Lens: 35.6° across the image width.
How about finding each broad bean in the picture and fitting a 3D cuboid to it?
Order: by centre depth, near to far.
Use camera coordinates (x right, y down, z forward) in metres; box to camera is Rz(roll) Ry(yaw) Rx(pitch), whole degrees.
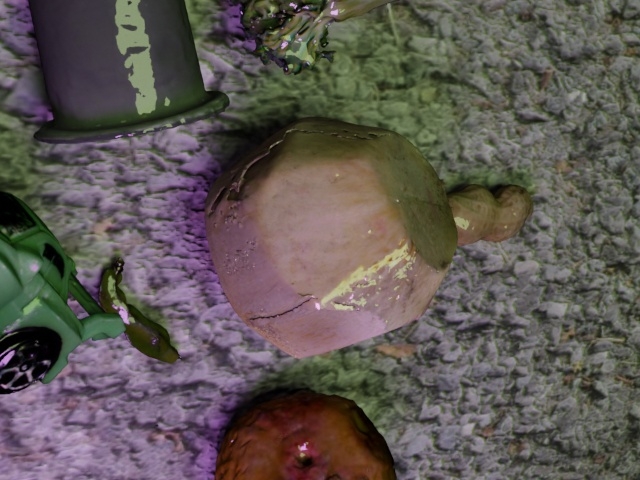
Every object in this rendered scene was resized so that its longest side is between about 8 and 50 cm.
[{"bbox_3d":[-0.265,0.117,1.434,0.061,0.046,0.195,-34,120,-16],"label":"broad bean"}]

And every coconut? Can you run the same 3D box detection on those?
[{"bbox_3d":[0.000,0.000,1.422,0.353,0.353,0.352,-11,112,-30],"label":"coconut"}]

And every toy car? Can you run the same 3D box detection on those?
[{"bbox_3d":[-0.387,0.034,1.183,0.176,0.213,0.358,-38,148,-15],"label":"toy car"}]

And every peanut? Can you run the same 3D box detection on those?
[{"bbox_3d":[0.280,-0.045,1.709,0.228,0.086,0.104,-4,89,-33],"label":"peanut"}]

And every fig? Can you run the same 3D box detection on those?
[{"bbox_3d":[-0.038,0.419,1.601,0.286,0.286,0.368,-22,152,-26],"label":"fig"}]

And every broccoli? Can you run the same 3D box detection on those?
[{"bbox_3d":[0.008,-0.351,1.331,0.198,0.275,0.177,33,44,-50],"label":"broccoli"}]

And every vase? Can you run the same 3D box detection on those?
[{"bbox_3d":[-0.248,-0.281,1.204,0.245,0.245,0.291,-17,110,-28],"label":"vase"}]

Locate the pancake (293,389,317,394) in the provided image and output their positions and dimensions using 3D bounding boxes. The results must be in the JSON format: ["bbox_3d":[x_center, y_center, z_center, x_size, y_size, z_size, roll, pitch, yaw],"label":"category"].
[{"bbox_3d":[-0.032,0.300,1.667,0.115,0.011,0.114,-12,113,-31],"label":"pancake"}]
